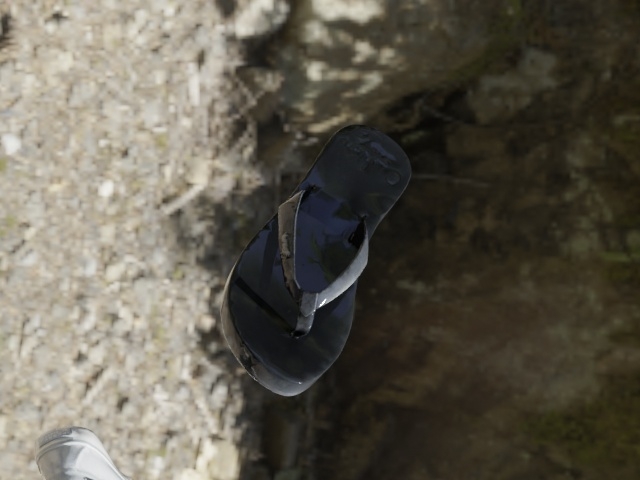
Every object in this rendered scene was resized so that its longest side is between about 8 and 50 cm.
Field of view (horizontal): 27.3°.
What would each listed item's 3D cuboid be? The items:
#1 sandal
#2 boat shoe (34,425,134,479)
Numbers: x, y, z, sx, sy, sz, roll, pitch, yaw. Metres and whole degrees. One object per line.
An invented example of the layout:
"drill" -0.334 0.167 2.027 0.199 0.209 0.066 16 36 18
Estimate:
"sandal" -0.001 -0.001 0.984 0.054 0.097 0.254 -55 -170 52
"boat shoe" -0.162 0.211 1.012 0.184 0.066 0.063 74 1 -49
